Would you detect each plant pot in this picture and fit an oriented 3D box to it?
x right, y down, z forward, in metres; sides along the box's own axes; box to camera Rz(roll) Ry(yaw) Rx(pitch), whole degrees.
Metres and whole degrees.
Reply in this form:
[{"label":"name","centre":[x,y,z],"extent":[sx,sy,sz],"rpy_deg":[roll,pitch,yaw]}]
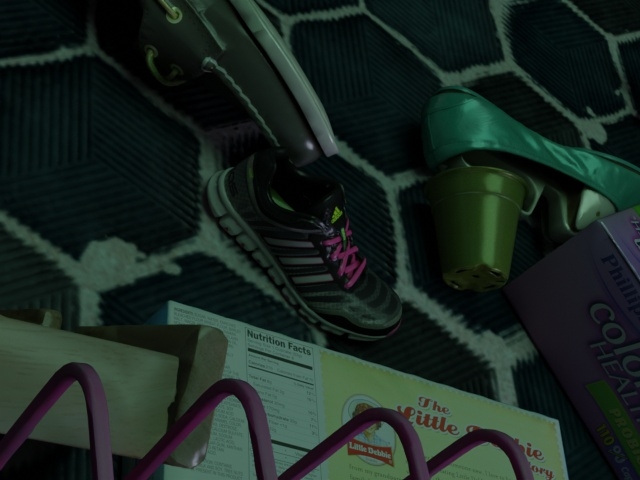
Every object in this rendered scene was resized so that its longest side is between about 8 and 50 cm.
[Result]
[{"label":"plant pot","centre":[0.122,-0.004,1.018],"extent":[0.083,0.083,0.079],"rpy_deg":[18,61,-30]}]

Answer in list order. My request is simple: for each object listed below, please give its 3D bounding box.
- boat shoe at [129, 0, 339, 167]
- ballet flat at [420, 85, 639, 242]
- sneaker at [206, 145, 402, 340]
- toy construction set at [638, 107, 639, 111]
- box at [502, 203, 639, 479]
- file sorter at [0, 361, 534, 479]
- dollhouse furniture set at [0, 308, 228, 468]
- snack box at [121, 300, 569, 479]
[{"label":"boat shoe","centre":[-0.101,-0.168,0.934],"extent":[0.305,0.091,0.109],"rpy_deg":[53,-1,-1]},{"label":"ballet flat","centre":[0.186,-0.046,1.103],"extent":[0.247,0.083,0.087],"rpy_deg":[22,62,-23]},{"label":"sneaker","centre":[0.000,0.000,0.903],"extent":[0.170,0.075,0.063],"rpy_deg":[44,41,-5]},{"label":"toy construction set","centre":[0.445,-0.143,1.245],"extent":[0.237,0.309,0.257],"rpy_deg":[48,33,7]},{"label":"box","centre":[0.308,0.076,1.078],"extent":[0.243,0.117,0.213],"rpy_deg":[-17,72,-47]},{"label":"file sorter","centre":[-0.057,0.170,0.514],"extent":[0.291,0.182,0.202],"rpy_deg":[12,50,-31]},{"label":"dollhouse furniture set","centre":[-0.167,-0.108,0.648],"extent":[0.256,0.362,0.394],"rpy_deg":[17,78,-29]},{"label":"snack box","centre":[0.030,0.169,0.811],"extent":[0.322,0.060,0.187],"rpy_deg":[20,49,-29]}]
